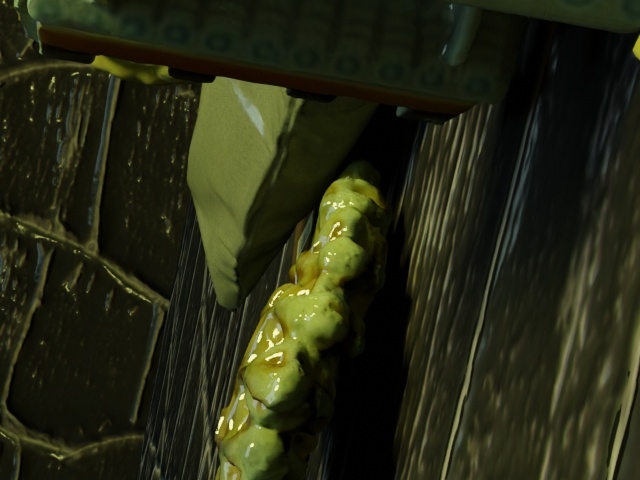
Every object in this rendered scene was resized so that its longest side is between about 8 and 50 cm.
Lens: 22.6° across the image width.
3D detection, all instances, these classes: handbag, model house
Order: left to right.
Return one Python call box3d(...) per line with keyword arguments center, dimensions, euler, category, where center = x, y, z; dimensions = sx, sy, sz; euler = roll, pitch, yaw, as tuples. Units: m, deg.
box3d(center=(-0.005, -0.156, 0.552), dimensions=(0.215, 0.224, 0.198), euler=(146, 134, -80), category="model house")
box3d(center=(-0.007, -0.146, 0.941), dimensions=(0.253, 0.109, 0.315), euler=(128, 157, -59), category="handbag")

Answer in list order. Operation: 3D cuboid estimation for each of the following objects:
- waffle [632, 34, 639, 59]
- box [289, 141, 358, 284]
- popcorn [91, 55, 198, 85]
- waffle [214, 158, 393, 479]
box3d(center=(0.106, -0.057, 0.257), dimensions=(0.211, 0.055, 0.160), euler=(-91, 15, -50), category="waffle")
box3d(center=(0.000, 0.000, 1.023), dimensions=(0.090, 0.023, 0.133), euler=(113, 165, -62), category="box")
box3d(center=(-0.097, -0.257, 1.233), dimensions=(0.293, 0.237, 0.292), euler=(-178, 90, -85), category="popcorn")
box3d(center=(-0.016, 0.074, 0.822), dimensions=(0.223, 0.054, 0.204), euler=(-70, 0, -51), category="waffle")
